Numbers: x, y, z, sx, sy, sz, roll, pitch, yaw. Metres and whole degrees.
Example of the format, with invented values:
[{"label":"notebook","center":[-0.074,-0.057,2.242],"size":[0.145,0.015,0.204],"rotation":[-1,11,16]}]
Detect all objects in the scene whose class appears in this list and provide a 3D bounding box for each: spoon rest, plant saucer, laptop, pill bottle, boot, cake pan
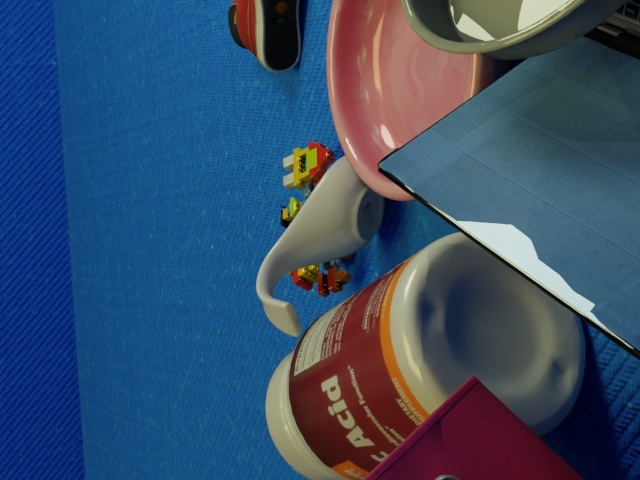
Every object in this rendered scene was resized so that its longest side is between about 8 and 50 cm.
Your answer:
[{"label":"spoon rest","center":[0.000,0.000,1.400],"size":[0.084,0.276,0.137],"rotation":[11,137,30]},{"label":"plant saucer","center":[0.118,-0.214,1.308],"size":[0.332,0.084,0.332],"rotation":[17,110,60]},{"label":"laptop","center":[0.267,-0.183,0.871],"size":[0.382,0.236,0.408],"rotation":[42,129,52]},{"label":"pill bottle","center":[0.096,0.155,1.252],"size":[0.392,0.224,0.224],"rotation":[-39,59,57]},{"label":"boot","center":[-0.090,-0.396,1.677],"size":[0.176,0.088,0.244],"rotation":[45,136,53]},{"label":"cake pan","center":[0.193,-0.282,0.960],"size":[0.293,0.054,0.293],"rotation":[-28,49,37]}]

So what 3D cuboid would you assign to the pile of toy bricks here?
[{"label":"pile of toy bricks","center":[0.017,-0.031,1.529],"size":[0.105,0.118,0.212],"rotation":[-22,54,32]}]

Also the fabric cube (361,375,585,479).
[{"label":"fabric cube","center":[0.111,0.329,0.956],"size":[0.258,0.254,0.259],"rotation":[43,136,14]}]
